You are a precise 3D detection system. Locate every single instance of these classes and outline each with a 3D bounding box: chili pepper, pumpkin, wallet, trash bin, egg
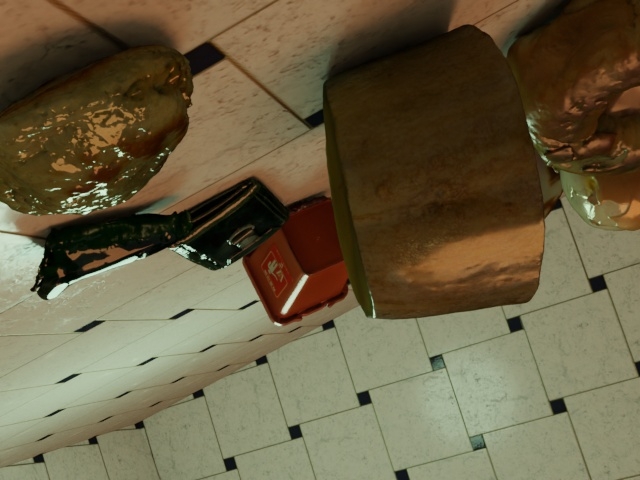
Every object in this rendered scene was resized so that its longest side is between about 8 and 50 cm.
[{"bbox_3d":[-0.259,0.004,1.110,0.216,0.062,0.108,-24,170,-24],"label":"chili pepper"},{"bbox_3d":[0.101,-0.066,1.014,0.199,0.332,0.332,-11,167,-10],"label":"pumpkin"},{"bbox_3d":[-0.132,-0.019,1.338,0.160,0.055,0.236,-33,169,3],"label":"wallet"},{"bbox_3d":[-0.014,0.029,1.573,0.185,0.161,0.238,-22,165,-23],"label":"trash bin"},{"bbox_3d":[0.496,-0.120,1.445,0.245,0.201,0.201,-27,170,-15],"label":"egg"}]

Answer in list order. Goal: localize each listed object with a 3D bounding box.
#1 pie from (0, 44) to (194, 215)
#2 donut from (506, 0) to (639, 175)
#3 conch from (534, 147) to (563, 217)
[{"bbox_3d":[-0.192,-0.081,0.764,0.201,0.090,0.248,-25,174,-21],"label":"pie"},{"bbox_3d":[0.417,-0.220,1.205,0.361,0.170,0.360,-7,154,-3],"label":"donut"},{"bbox_3d":[0.326,-0.086,1.633,0.250,0.197,0.368,-3,159,5],"label":"conch"}]
